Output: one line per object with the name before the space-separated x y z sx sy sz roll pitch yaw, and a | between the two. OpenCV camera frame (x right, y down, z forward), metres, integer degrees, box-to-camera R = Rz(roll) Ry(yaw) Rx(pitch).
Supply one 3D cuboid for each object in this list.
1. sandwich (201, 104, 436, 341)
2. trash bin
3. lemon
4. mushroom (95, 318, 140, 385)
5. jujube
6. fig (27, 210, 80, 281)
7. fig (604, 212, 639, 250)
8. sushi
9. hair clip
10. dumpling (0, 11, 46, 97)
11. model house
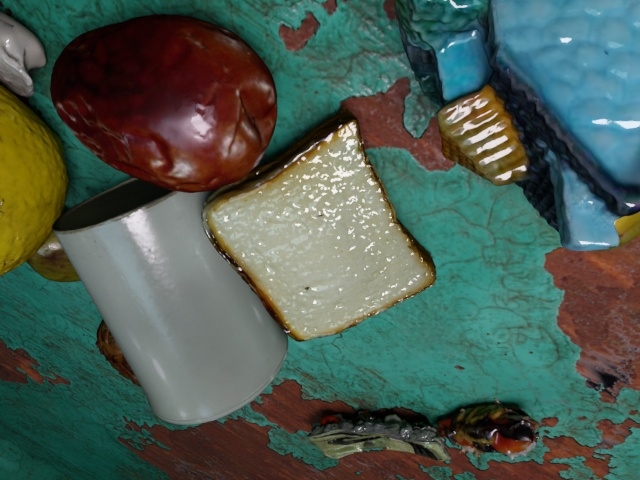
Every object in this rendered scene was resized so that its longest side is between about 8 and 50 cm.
sandwich | 0.000 0.000 0.675 0.271 0.099 0.301 -26 118 16
trash bin | -0.237 0.108 0.790 0.280 0.280 0.432 -6 119 25
lemon | -0.597 -0.110 0.707 0.350 0.387 0.350 -2 148 -1
mushroom | -0.398 0.246 1.028 0.253 0.153 0.253 20 139 18
jujube | -0.213 -0.188 0.605 0.318 0.223 0.223 17 129 24
fig | -0.522 0.018 0.923 0.166 0.144 0.154 32 136 -22
fig | 0.346 -0.065 0.538 0.136 0.121 0.153 -1 100 28
sushi | 0.331 0.369 0.870 0.226 0.097 0.103 -22 109 48
hair clip | 0.125 0.427 0.995 0.321 0.091 0.138 -11 131 28
dumpling | -0.510 -0.300 0.713 0.176 0.092 0.150 25 150 -4
model house | 0.198 -0.106 0.417 0.226 0.261 0.241 -6 85 20
